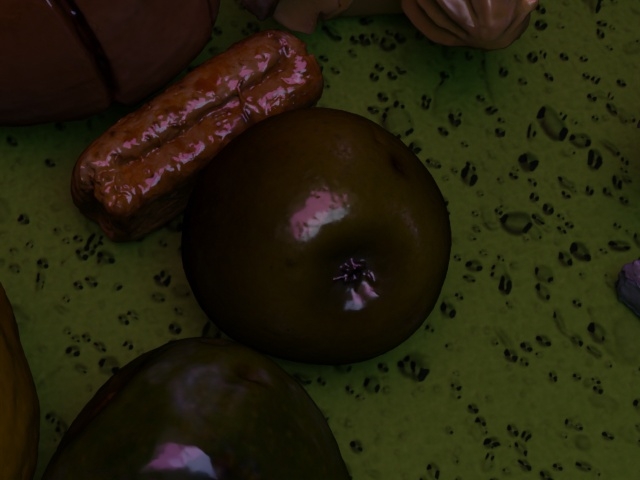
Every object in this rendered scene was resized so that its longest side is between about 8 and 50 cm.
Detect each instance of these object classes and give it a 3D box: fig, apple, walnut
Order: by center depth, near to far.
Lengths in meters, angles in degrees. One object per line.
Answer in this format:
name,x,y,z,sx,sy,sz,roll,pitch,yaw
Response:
fig,-0.046,0.196,0.896,0.275,0.206,0.206,44,71,-7
apple,0.000,0.000,0.967,0.196,0.157,0.196,-5,108,-16
walnut,-0.199,-0.196,1.019,0.298,0.203,0.203,-14,65,24

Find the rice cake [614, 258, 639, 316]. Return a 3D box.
rice cake,0.308,0.093,1.016,0.034,0.043,0.211,-37,73,-23

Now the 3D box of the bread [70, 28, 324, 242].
bread,-0.097,-0.083,1.041,0.211,0.114,0.083,-37,87,-17

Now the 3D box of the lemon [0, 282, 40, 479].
lemon,-0.331,0.144,0.855,0.285,0.285,0.316,16,48,5

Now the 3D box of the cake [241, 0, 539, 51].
cake,0.057,-0.287,1.051,0.227,0.222,0.286,-1,66,14

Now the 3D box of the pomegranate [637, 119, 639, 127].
pomegranate,0.310,-0.090,0.955,0.159,0.129,0.129,-7,68,2
